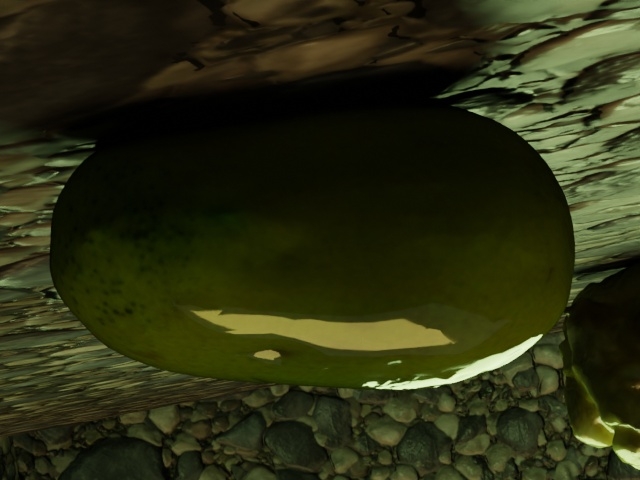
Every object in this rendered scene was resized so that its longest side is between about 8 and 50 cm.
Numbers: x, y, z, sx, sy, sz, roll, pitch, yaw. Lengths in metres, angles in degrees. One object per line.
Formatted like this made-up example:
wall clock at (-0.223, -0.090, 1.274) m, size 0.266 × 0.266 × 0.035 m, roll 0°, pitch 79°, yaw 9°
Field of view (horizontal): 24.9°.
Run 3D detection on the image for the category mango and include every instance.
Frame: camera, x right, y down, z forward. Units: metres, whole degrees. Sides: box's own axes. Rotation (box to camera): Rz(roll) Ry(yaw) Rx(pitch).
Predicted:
mango at (-0.001, 0.000, 0.445) m, size 0.163 × 0.089 × 0.117 m, roll 4°, pitch 177°, yaw -14°

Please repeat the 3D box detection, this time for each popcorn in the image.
popcorn at (0.305, 0.111, 1.282) m, size 0.167 × 0.187 × 0.185 m, roll 1°, pitch -170°, yaw -30°
